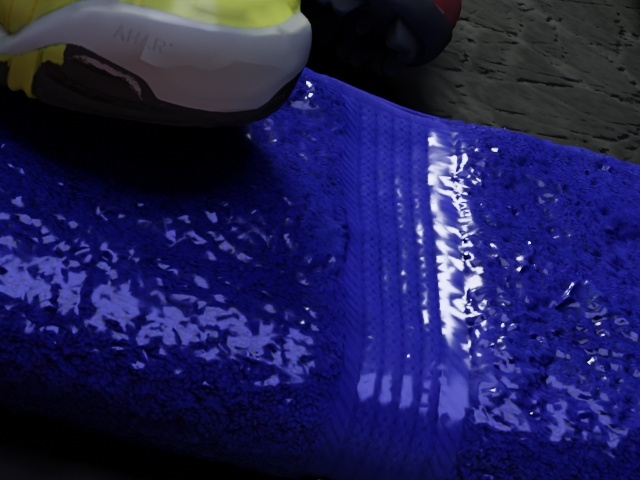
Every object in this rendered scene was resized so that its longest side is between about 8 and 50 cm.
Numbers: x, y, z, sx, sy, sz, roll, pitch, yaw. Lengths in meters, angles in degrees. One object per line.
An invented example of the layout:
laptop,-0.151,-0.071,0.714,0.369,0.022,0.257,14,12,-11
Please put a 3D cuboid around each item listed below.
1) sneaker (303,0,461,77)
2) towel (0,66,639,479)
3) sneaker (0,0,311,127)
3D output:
sneaker,0.006,-0.186,0.928,0.097,0.135,0.276,51,0,-44
towel,0.000,0.000,0.662,0.308,0.076,0.228,15,27,-9
sneaker,-0.101,-0.193,0.683,0.145,0.147,0.385,0,44,-33
